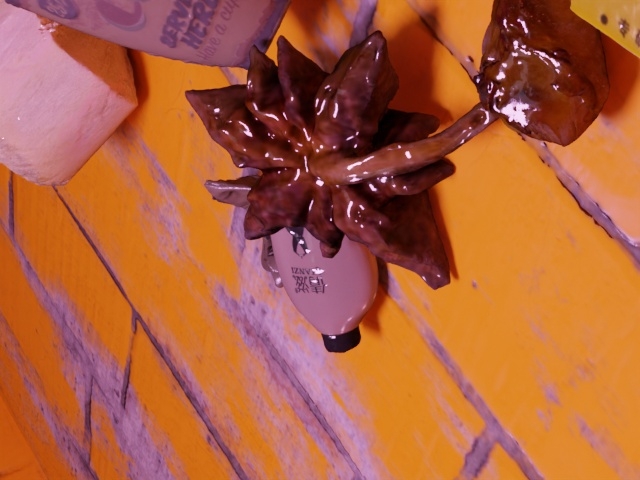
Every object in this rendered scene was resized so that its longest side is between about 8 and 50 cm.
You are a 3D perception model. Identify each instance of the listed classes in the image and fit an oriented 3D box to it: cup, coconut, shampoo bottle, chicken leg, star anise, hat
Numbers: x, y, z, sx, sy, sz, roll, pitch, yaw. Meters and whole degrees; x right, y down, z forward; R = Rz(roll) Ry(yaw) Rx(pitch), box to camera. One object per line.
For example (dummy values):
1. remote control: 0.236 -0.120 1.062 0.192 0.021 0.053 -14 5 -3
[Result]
1. cup: -0.135 -0.317 1.402 0.257 0.301 0.227 24 170 -11
2. coconut: -0.363 -0.216 1.889 0.239 0.244 0.239 37 -178 -1
3. shampoo bottle: 0.000 0.000 1.528 0.127 0.078 0.257 0 114 35
4. chicken leg: 0.164 -0.196 1.092 0.107 0.087 0.252 1 106 39
5. star anise: 0.014 -0.080 1.351 0.349 0.109 0.292 16 144 25
6. hat: -0.063 -0.034 1.653 0.147 0.085 0.175 54 178 -9

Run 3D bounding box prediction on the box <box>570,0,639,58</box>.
1. box: 0.279 -0.145 0.698 0.168 0.265 0.097 46 143 37
